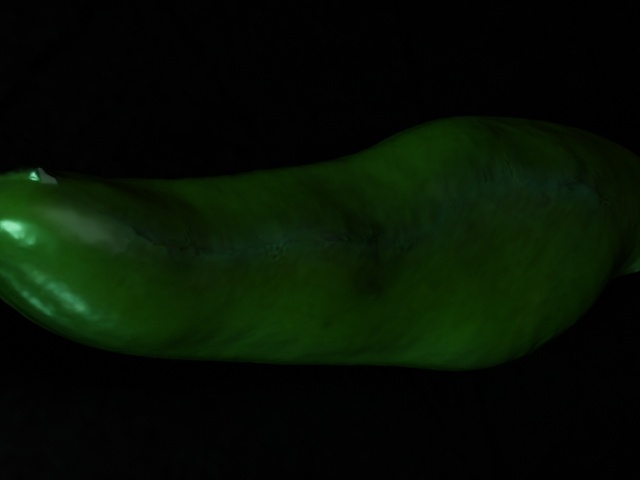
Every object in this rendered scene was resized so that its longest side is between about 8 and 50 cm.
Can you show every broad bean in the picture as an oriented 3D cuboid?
[{"bbox_3d":[0.006,0.000,0.497,0.325,0.067,0.075,1,60,-41],"label":"broad bean"}]
